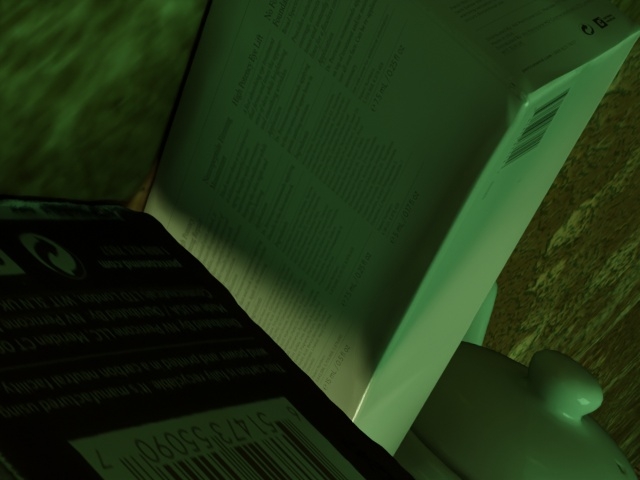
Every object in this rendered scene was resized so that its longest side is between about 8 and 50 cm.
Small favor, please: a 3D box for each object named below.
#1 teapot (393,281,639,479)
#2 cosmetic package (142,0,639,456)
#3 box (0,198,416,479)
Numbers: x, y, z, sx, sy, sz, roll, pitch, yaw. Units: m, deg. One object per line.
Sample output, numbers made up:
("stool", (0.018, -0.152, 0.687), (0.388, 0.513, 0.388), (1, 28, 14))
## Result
("teapot", (0.055, 0.129, 0.680), (0.187, 0.256, 0.252), (-56, 152, 16))
("cosmetic package", (0.000, 0.000, 0.510), (0.060, 0.099, 0.239), (-33, 159, -40))
("box", (-0.092, 0.117, 0.438), (0.203, 0.167, 0.168), (-51, 162, 15))
